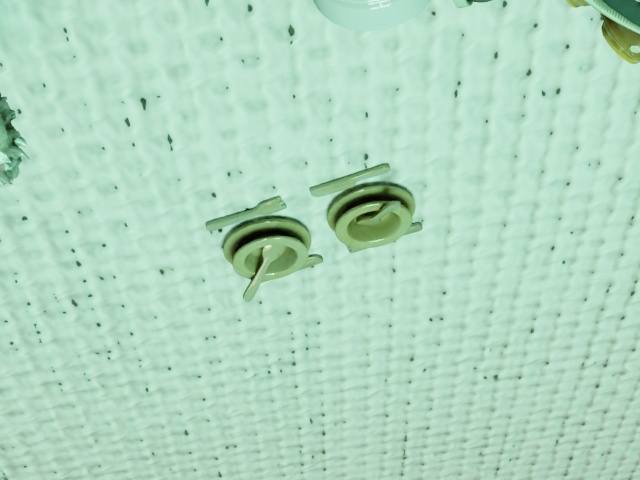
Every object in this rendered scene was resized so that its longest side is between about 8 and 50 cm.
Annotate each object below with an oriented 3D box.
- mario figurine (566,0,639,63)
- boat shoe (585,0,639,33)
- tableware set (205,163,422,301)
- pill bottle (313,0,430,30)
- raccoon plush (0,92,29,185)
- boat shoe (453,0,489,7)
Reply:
[{"bbox_3d":[0.302,-0.265,0.851,0.320,0.170,0.198,-35,157,27],"label":"mario figurine"},{"bbox_3d":[0.174,-0.209,0.693,0.127,0.113,0.340,-39,124,4],"label":"boat shoe"},{"bbox_3d":[0.000,0.000,1.242,0.194,0.039,0.128,-18,147,12],"label":"tableware set"},{"bbox_3d":[0.019,-0.237,0.805,0.124,0.124,0.221,-12,148,3],"label":"pill bottle"},{"bbox_3d":[-0.393,-0.068,0.975,0.299,0.216,0.446,-14,179,-20],"label":"raccoon plush"},{"bbox_3d":[0.108,-0.249,0.757,0.069,0.081,0.228,3,112,13],"label":"boat shoe"}]
